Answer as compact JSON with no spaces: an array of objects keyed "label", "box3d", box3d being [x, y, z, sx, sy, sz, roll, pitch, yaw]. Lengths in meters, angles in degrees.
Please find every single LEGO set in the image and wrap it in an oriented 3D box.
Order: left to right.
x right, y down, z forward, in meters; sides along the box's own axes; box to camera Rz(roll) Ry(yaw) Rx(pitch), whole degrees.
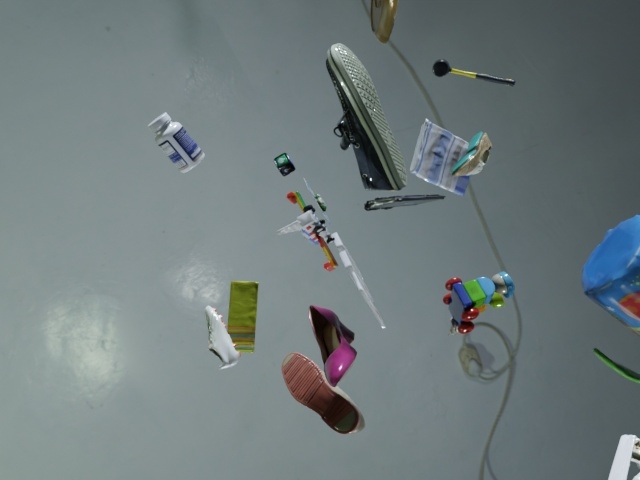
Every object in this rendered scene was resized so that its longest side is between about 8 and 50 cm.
[{"label":"LEGO set","box3d":[0.000,0.000,0.654,0.060,0.182,0.244,-29,117,5]}]

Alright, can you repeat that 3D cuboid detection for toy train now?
[{"label":"toy train","box3d":[0.393,0.166,1.172,0.143,0.248,0.105,-20,58,-1]}]

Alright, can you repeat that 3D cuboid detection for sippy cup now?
[{"label":"sippy cup","box3d":[0.595,0.078,0.799,0.224,0.240,0.305,31,62,6]}]

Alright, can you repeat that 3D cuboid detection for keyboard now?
[{"label":"keyboard","box3d":[0.241,-0.122,1.456,0.201,0.317,0.033,-11,88,38]}]

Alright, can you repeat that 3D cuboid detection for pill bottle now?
[{"label":"pill bottle","box3d":[-0.440,-0.299,1.417,0.094,0.094,0.169,-35,117,2]}]

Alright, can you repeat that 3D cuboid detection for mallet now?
[{"label":"mallet","box3d":[0.351,-0.385,1.079,0.189,0.062,0.039,12,117,1]}]

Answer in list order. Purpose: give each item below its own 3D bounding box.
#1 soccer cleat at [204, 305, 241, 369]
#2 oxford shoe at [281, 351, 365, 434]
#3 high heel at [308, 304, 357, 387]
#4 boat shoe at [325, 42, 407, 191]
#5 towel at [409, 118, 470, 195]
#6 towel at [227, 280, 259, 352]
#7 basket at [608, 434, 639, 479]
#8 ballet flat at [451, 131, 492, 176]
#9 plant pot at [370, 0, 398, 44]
[{"label":"soccer cleat","box3d":[-0.304,0.281,1.364,0.076,0.068,0.196,-25,69,-20]},{"label":"oxford shoe","box3d":[0.004,0.569,1.721,0.140,0.146,0.397,-48,53,-3]},{"label":"high heel","box3d":[0.012,0.321,1.457,0.181,0.377,0.127,36,97,-1]},{"label":"boat shoe","box3d":[0.120,-0.352,1.443,0.156,0.187,0.500,-12,126,26]},{"label":"towel","box3d":[0.466,-0.305,1.743,0.285,0.034,0.209,18,87,-29]},{"label":"towel","box3d":[-0.258,0.254,1.551,0.102,0.021,0.237,5,87,-32]},{"label":"basket","box3d":[0.517,0.393,0.698,0.113,0.103,0.167,-51,116,-28]},{"label":"ballet flat","box3d":[0.424,-0.224,1.277,0.067,0.073,0.206,46,58,-9]},{"label":"plant pot","box3d":[0.154,-0.607,1.137,0.032,0.236,0.236,2,93,-5]}]
